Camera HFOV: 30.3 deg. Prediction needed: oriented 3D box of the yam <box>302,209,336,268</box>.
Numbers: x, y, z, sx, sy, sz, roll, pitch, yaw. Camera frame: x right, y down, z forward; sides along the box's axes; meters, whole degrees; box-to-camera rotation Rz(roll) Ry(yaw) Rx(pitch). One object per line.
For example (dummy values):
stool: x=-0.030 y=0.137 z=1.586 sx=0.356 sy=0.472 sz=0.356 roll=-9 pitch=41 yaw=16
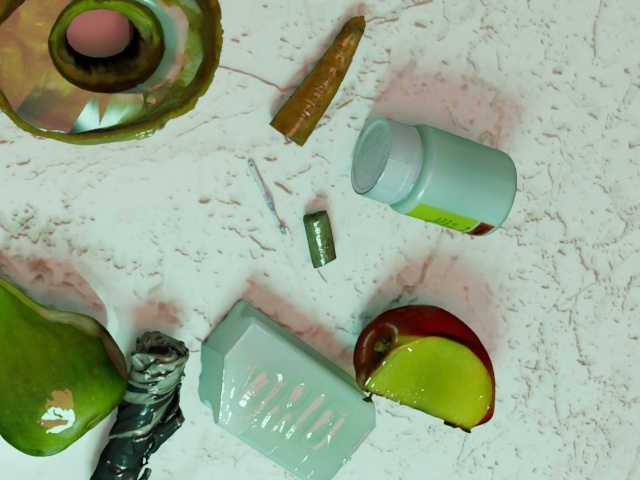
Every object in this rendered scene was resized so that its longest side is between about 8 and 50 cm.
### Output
yam: x=0.000 y=0.000 z=1.806 sx=0.043 sy=0.043 sz=0.094 roll=-17 pitch=113 yaw=-12

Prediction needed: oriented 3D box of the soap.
soap: x=-0.061 y=0.244 z=1.847 sx=0.289 sy=0.095 sz=0.173 roll=38 pitch=93 yaw=-27

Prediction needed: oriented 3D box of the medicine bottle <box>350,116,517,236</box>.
medicine bottle: x=0.172 y=-0.096 z=1.776 sx=0.225 sy=0.139 sz=0.139 roll=16 pitch=103 yaw=-24

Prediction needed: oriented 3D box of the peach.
peach: x=0.184 y=0.190 z=1.874 sx=0.267 sy=0.159 sz=0.154 roll=24 pitch=111 yaw=-23

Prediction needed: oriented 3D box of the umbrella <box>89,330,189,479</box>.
umbrella: x=-0.278 y=0.307 z=1.794 sx=0.106 sy=0.113 sz=0.358 roll=18 pitch=109 yaw=-9

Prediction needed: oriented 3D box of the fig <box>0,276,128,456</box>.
fig: x=-0.410 y=0.158 z=1.659 sx=0.206 sy=0.206 sz=0.275 roll=-39 pitch=97 yaw=-2

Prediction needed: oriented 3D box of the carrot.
carrot: x=0.006 y=-0.238 z=1.717 sx=0.061 sy=0.061 sz=0.210 roll=33 pitch=93 yaw=-26

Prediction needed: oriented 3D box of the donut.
donut: x=-0.287 y=-0.269 z=1.544 sx=0.330 sy=0.160 sz=0.330 roll=-4 pitch=103 yaw=-19

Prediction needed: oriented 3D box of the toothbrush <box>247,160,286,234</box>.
toothbrush: x=-0.080 y=-0.063 z=1.773 sx=0.011 sy=0.013 sz=0.131 roll=-31 pitch=114 yaw=-12
